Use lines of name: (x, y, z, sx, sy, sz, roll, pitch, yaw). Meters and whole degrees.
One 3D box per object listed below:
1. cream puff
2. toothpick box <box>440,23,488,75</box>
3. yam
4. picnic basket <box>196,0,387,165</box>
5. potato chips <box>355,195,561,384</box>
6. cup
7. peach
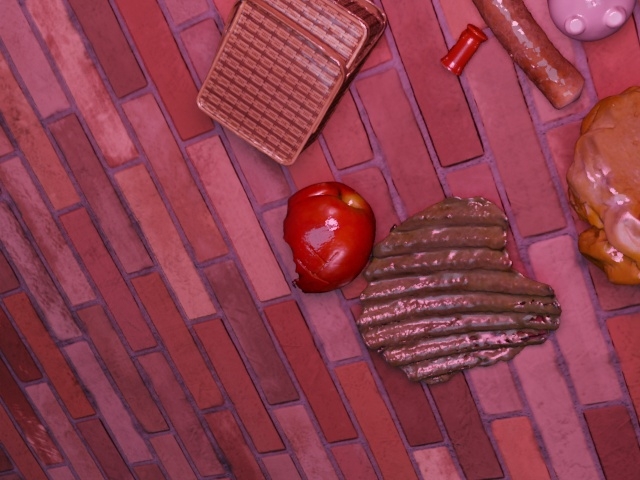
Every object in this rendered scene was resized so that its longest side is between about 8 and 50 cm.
cream puff: (0.545, -0.076, 1.189, 0.291, 0.257, 0.325, -20, 68, -9)
toothpick box: (0.253, -0.336, 1.258, 0.047, 0.047, 0.083, 37, 118, -1)
yam: (0.324, -0.372, 1.204, 0.081, 0.081, 0.357, -37, 100, 28)
picnic basket: (-0.053, -0.326, 1.287, 0.228, 0.175, 0.313, 35, 119, 0)
potato chips: (0.261, 0.121, 1.440, 0.389, 0.097, 0.373, -32, 100, 26)
cup: (0.416, -0.399, 1.122, 0.134, 0.142, 0.174, -21, 106, 26)
peach: (0.000, 0.000, 1.417, 0.190, 0.196, 0.226, 52, 122, 29)
